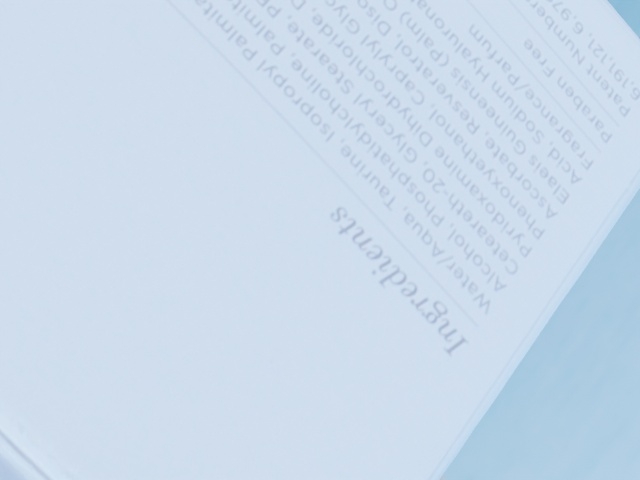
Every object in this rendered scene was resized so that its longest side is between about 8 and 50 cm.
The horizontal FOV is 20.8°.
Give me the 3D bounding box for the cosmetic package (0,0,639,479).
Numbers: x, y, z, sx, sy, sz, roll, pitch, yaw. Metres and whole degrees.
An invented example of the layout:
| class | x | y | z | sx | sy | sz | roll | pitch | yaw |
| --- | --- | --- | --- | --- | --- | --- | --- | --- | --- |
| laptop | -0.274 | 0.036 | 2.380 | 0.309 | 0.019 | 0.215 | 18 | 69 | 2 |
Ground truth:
| class | x | y | z | sx | sy | sz | roll | pitch | yaw |
| --- | --- | --- | --- | --- | --- | --- | --- | --- | --- |
| cosmetic package | -0.096 | -0.015 | 0.885 | 0.393 | 0.327 | 0.329 | -51 | -166 | -31 |
